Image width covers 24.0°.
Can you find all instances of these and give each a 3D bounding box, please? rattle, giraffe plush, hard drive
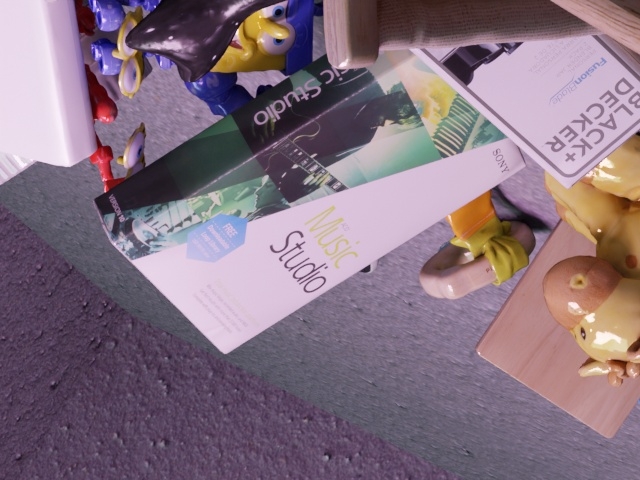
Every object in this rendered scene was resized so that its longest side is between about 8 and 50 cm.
[{"bbox_3d":[0.135,-0.021,1.558,0.143,0.130,0.200,46,-169,-12],"label":"rattle"},{"bbox_3d":[0.254,0.028,1.237,0.210,0.170,0.181,25,165,25],"label":"giraffe plush"},{"bbox_3d":[-0.299,-0.245,1.199,0.233,0.047,0.353,14,123,31],"label":"hard drive"}]

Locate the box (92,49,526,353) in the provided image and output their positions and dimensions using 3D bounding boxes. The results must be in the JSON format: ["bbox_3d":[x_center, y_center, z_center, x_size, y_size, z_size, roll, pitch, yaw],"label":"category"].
[{"bbox_3d":[0.003,-0.048,1.247,0.058,0.322,0.232,58,-177,32],"label":"box"}]

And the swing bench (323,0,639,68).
[{"bbox_3d":[0.176,-0.137,0.591,0.253,0.165,0.254,-12,-158,-40],"label":"swing bench"}]

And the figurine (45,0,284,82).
[{"bbox_3d":[-0.098,-0.209,1.029,0.215,0.092,0.209,28,130,-37],"label":"figurine"}]

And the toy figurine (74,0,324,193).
[{"bbox_3d":[-0.088,-0.222,1.221,0.191,0.217,0.363,-129,34,-51],"label":"toy figurine"}]

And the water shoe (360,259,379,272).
[{"bbox_3d":[0.000,0.000,1.899,0.073,0.080,0.203,21,163,41],"label":"water shoe"}]

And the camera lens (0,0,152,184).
[{"bbox_3d":[-0.317,-0.214,1.416,0.274,0.219,0.219,54,161,-12],"label":"camera lens"}]

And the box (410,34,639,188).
[{"bbox_3d":[0.074,-0.178,0.912,0.290,0.087,0.169,37,-158,-26],"label":"box"}]

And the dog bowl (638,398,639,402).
[{"bbox_3d":[0.473,0.197,1.569,0.297,0.074,0.166,30,167,6],"label":"dog bowl"}]

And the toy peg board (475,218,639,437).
[{"bbox_3d":[0.256,0.079,1.483,0.160,0.161,0.079,33,-176,-6],"label":"toy peg board"}]
